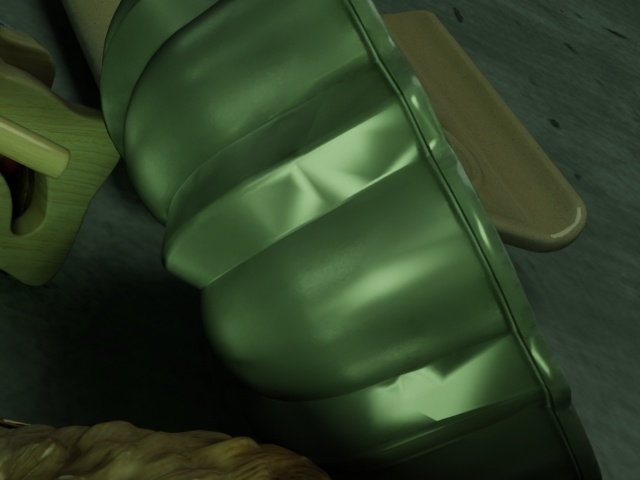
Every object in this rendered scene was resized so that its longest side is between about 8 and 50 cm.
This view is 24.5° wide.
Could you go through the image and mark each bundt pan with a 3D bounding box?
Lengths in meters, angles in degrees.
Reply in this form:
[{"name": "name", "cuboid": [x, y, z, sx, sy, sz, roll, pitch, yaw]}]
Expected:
[{"name": "bundt pan", "cuboid": [0.000, 0.000, 0.692, 0.330, 0.124, 0.331, 64, 1, -2]}]

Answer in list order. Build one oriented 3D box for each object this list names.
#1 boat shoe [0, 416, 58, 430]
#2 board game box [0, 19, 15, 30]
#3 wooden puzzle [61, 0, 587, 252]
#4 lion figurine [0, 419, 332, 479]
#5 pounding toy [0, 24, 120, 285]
[{"name": "boat shoe", "cuboid": [-0.148, 0.085, 0.570, 0.178, 0.060, 0.064, 18, 28, -28]}, {"name": "board game box", "cuboid": [-0.255, -0.133, 0.850, 0.194, 0.060, 0.194, 30, 25, -5]}, {"name": "wooden puzzle", "cuboid": [-0.018, -0.105, 1.069, 0.348, 0.080, 0.322, 10, 32, -31]}, {"name": "lion figurine", "cuboid": [0.052, 0.161, 0.458, 0.392, 0.142, 0.240, 13, -13, 32]}, {"name": "pounding toy", "cuboid": [-0.188, -0.022, 0.642, 0.155, 0.154, 0.269, 46, 9, 27]}]
